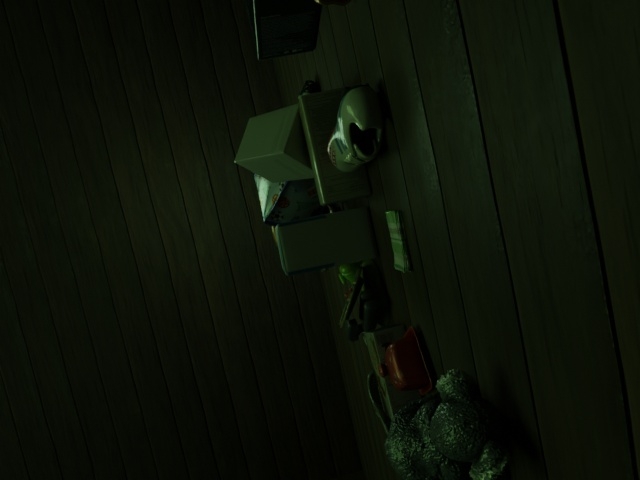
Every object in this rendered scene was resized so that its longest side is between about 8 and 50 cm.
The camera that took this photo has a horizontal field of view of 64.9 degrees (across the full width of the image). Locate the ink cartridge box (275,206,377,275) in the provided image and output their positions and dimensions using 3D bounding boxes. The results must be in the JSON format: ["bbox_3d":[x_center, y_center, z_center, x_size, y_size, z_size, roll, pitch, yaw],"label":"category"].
[{"bbox_3d":[0.000,0.000,1.681,0.395,0.285,0.166,-179,77,-84],"label":"ink cartridge box"}]

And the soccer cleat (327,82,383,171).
[{"bbox_3d":[0.085,-0.231,1.231,0.331,0.116,0.143,93,164,-67],"label":"soccer cleat"}]

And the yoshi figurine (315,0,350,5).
[{"bbox_3d":[-0.020,-0.712,1.191,0.203,0.203,0.362,17,-148,-50],"label":"yoshi figurine"}]

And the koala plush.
[{"bbox_3d":[0.230,0.329,0.852,0.221,0.203,0.196,111,147,-58],"label":"koala plush"}]

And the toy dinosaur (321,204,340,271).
[{"bbox_3d":[0.049,-0.038,1.983,0.200,0.127,0.296,-144,53,-69],"label":"toy dinosaur"}]

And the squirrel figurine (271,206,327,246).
[{"bbox_3d":[-0.090,-0.177,2.271,0.370,0.281,0.397,178,77,-77],"label":"squirrel figurine"}]

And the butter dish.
[{"bbox_3d":[0.204,0.317,1.274,0.160,0.118,0.160,92,163,-66],"label":"butter dish"}]

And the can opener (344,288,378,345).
[{"bbox_3d":[0.128,0.257,1.599,0.283,0.095,0.076,85,169,-55],"label":"can opener"}]

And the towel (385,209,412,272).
[{"bbox_3d":[0.186,0.001,1.232,0.113,0.023,0.152,-163,61,-82],"label":"towel"}]

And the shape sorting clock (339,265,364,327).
[{"bbox_3d":[0.096,0.179,1.599,0.206,0.040,0.206,23,-90,-85],"label":"shape sorting clock"}]

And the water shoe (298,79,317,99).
[{"bbox_3d":[-0.037,-0.576,1.947,0.203,0.073,0.080,-122,47,-73],"label":"water shoe"}]

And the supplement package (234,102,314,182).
[{"bbox_3d":[-0.117,-0.311,1.653,0.293,0.177,0.175,2,71,50],"label":"supplement package"}]

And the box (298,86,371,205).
[{"bbox_3d":[0.038,-0.266,1.458,0.121,0.148,0.311,-170,68,-84],"label":"box"}]

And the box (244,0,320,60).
[{"bbox_3d":[-0.137,-0.813,1.602,0.395,0.212,0.294,126,132,-83],"label":"box"}]

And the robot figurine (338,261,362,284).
[{"bbox_3d":[0.114,0.111,1.792,0.115,0.101,0.067,47,-164,-26],"label":"robot figurine"}]

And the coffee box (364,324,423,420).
[{"bbox_3d":[0.208,0.371,1.431,0.141,0.098,0.247,115,142,-80],"label":"coffee box"}]

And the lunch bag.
[{"bbox_3d":[-0.070,-0.277,1.905,0.385,0.239,0.328,-60,34,32],"label":"lunch bag"}]

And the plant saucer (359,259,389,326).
[{"bbox_3d":[0.170,0.171,1.657,0.241,0.037,0.241,167,90,-83],"label":"plant saucer"}]

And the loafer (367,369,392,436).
[{"bbox_3d":[0.222,0.576,1.752,0.087,0.094,0.251,99,158,-63],"label":"loafer"}]
